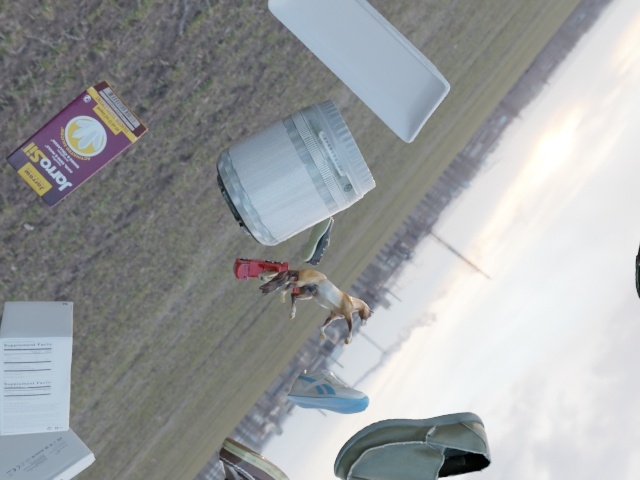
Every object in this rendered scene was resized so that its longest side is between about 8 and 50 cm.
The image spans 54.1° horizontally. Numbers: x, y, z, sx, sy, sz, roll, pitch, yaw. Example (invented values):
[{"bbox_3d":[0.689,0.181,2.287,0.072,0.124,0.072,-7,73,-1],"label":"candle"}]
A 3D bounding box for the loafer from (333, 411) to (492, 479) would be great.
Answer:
[{"bbox_3d":[0.143,0.316,0.920,0.251,0.087,0.094,-9,123,-16],"label":"loafer"}]

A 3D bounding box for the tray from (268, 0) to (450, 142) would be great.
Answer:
[{"bbox_3d":[0.044,-0.250,0.775,0.030,0.270,0.145,-43,175,-22],"label":"tray"}]

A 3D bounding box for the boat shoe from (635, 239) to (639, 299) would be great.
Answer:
[{"bbox_3d":[0.607,0.040,1.146,0.049,0.152,0.056,2,177,-43],"label":"boat shoe"}]

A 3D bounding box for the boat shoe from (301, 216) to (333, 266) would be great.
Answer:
[{"bbox_3d":[-0.001,0.000,1.537,0.049,0.042,0.133,4,-115,52],"label":"boat shoe"}]

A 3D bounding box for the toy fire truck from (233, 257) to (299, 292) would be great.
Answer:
[{"bbox_3d":[-0.123,0.086,1.567,0.135,0.192,0.047,-118,-145,-77],"label":"toy fire truck"}]

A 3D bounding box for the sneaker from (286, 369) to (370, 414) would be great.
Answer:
[{"bbox_3d":[0.024,0.378,1.585,0.087,0.228,0.092,59,44,-38],"label":"sneaker"}]

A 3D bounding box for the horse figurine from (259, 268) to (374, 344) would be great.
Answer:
[{"bbox_3d":[-0.002,0.136,1.424,0.066,0.263,0.174,-58,180,37],"label":"horse figurine"}]

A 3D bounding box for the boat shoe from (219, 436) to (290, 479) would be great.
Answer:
[{"bbox_3d":[-0.131,0.502,1.210,0.123,0.123,0.342,-53,149,-30],"label":"boat shoe"}]

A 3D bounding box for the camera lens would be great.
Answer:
[{"bbox_3d":[-0.055,-0.133,1.265,0.274,0.219,0.219,-27,175,5],"label":"camera lens"}]

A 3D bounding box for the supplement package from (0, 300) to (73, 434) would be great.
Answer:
[{"bbox_3d":[-0.591,0.263,1.306,0.139,0.134,0.244,-125,-137,-56],"label":"supplement package"}]

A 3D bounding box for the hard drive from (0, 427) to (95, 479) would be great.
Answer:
[{"bbox_3d":[-0.737,0.512,1.563,0.203,0.307,0.040,-32,136,-37],"label":"hard drive"}]

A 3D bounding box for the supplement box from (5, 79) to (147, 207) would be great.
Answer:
[{"bbox_3d":[-0.386,-0.154,0.999,0.188,0.104,0.081,-36,-162,11],"label":"supplement box"}]
